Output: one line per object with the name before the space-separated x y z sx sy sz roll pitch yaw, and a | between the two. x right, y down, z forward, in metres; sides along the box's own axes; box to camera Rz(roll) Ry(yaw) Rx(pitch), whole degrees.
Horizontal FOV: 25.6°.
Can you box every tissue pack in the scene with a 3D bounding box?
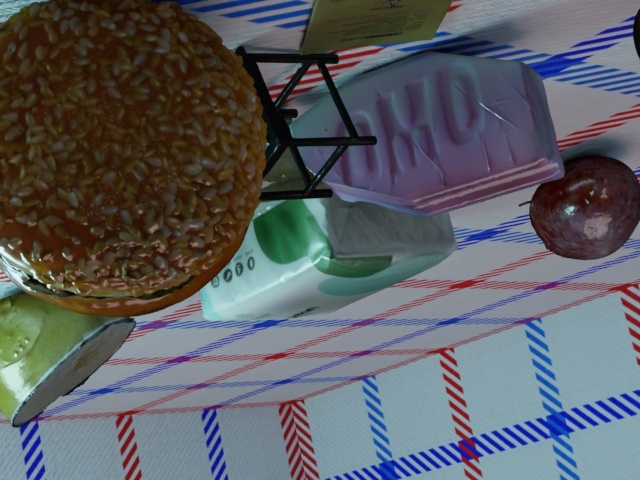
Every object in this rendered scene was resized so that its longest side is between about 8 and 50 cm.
tissue pack | 0.000 0.002 2.218 0.266 0.194 0.356 -2 163 -39

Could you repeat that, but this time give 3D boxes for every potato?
potato | -0.498 0.170 2.541 0.300 0.196 0.246 -36 169 -38

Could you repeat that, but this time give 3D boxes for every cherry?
cherry | 0.457 -0.063 2.395 0.192 0.175 0.249 1 163 -3

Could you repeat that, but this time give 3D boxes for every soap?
soap | 0.131 -0.133 1.796 0.324 0.193 0.109 -17 163 24

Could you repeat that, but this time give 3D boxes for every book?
book | 0.069 -0.261 1.605 0.168 0.013 0.192 -9 166 -11

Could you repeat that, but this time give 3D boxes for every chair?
chair | -0.091 -0.132 1.666 0.260 0.154 0.141 -5 150 -36

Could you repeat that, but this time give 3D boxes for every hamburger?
hamburger | -0.217 -0.087 1.457 0.330 0.330 0.250 -10 165 -5

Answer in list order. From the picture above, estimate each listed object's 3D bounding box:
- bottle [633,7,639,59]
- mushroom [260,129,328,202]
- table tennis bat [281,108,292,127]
bottle | 0.491 -0.289 1.577 0.144 0.144 0.336 -7 164 -19
mushroom | -0.041 -0.107 1.968 0.333 0.087 0.107 -13 141 -18
table tennis bat | -0.132 -0.162 1.794 0.237 0.038 0.149 5 153 -45
